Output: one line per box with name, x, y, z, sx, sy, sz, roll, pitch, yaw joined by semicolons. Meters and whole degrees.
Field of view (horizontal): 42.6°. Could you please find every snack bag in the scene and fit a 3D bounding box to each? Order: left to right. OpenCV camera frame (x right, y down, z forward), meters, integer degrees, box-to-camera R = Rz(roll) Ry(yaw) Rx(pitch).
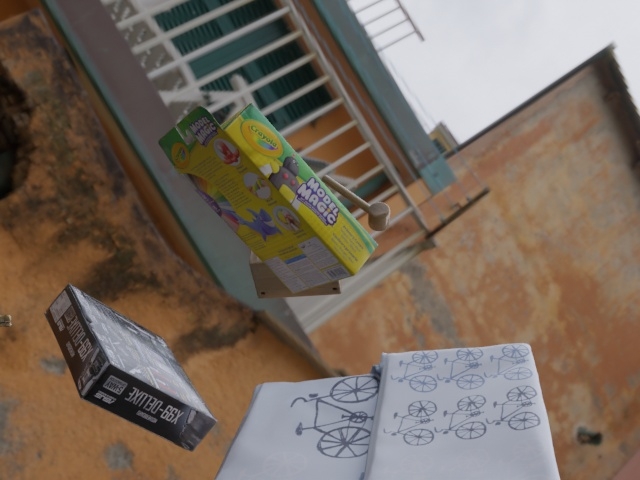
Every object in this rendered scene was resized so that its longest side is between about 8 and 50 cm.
snack bag;0.056;0.195;0.832;0.343;0.323;0.037;-8;-74;12

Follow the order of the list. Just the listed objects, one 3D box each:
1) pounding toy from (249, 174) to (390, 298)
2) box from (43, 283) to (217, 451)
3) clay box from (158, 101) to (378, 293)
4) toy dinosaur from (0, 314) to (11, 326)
pounding toy;0.006;-0.007;1.259;0.094;0.206;0.181;81;8;-46
box;-0.341;0.220;1.457;0.242;0.076;0.307;39;0;-37
clay box;-0.058;-0.047;0.840;0.222;0.053;0.127;49;-32;-13
toy dinosaur;-0.433;0.140;0.919;0.053;0.183;0.092;1;-71;42
